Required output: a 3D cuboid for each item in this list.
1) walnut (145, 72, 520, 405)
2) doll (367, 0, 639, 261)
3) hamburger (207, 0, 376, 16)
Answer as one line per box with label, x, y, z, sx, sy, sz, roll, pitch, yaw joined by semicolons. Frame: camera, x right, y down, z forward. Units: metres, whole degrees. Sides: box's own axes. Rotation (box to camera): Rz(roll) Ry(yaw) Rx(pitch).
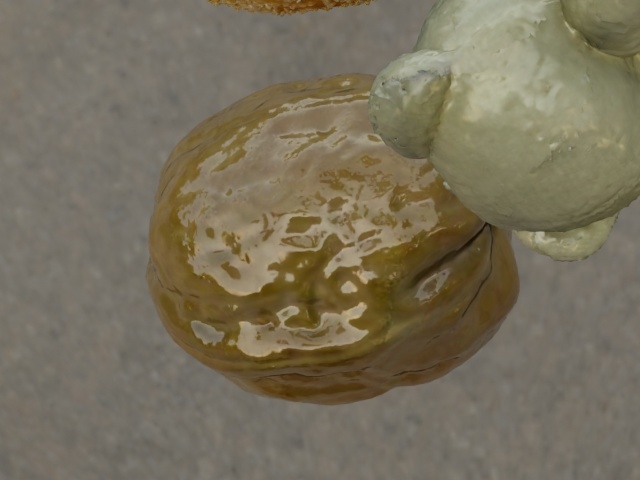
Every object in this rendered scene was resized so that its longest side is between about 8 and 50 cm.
walnut;0.000;0.003;1.625;0.344;0.306;0.306;-11;63;18
doll;0.152;-0.124;0.788;0.278;0.175;0.149;-39;42;21
hamburger;-0.012;-0.213;1.157;0.210;0.173;0.116;-12;58;33
